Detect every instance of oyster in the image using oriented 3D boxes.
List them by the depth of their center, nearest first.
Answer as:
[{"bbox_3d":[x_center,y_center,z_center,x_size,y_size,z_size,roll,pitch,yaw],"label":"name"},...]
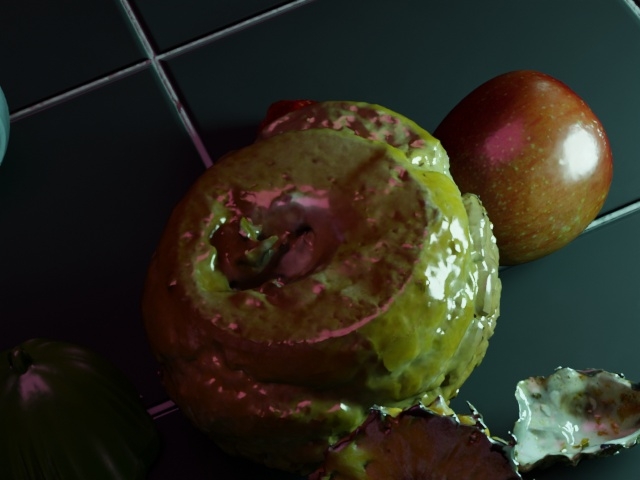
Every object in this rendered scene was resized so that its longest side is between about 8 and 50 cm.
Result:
[{"bbox_3d":[0.242,0.161,1.698,0.148,0.051,0.103,-5,55,25],"label":"oyster"}]

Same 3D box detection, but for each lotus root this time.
[{"bbox_3d":[-0.254,0.154,1.760,0.186,0.186,0.186,-8,46,8],"label":"lotus root"}]

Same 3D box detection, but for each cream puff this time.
[{"bbox_3d":[0.005,0.054,1.741,0.327,0.231,0.343,-8,52,15],"label":"cream puff"}]

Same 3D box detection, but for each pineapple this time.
[{"bbox_3d":[0.082,0.234,1.603,0.221,0.221,0.047,-11,6,5],"label":"pineapple"}]

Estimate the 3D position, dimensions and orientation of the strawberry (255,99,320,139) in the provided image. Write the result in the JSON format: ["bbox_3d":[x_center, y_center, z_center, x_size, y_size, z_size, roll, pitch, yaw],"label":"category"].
[{"bbox_3d":[-0.005,-0.104,2.013,0.146,0.082,0.187,-31,42,-24],"label":"strawberry"}]

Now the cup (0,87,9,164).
[{"bbox_3d":[-0.489,-0.163,2.103,0.205,0.205,0.312,-36,49,-19],"label":"cup"}]

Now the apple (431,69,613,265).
[{"bbox_3d":[0.187,-0.071,1.850,0.168,0.181,0.181,-25,46,-16],"label":"apple"}]
